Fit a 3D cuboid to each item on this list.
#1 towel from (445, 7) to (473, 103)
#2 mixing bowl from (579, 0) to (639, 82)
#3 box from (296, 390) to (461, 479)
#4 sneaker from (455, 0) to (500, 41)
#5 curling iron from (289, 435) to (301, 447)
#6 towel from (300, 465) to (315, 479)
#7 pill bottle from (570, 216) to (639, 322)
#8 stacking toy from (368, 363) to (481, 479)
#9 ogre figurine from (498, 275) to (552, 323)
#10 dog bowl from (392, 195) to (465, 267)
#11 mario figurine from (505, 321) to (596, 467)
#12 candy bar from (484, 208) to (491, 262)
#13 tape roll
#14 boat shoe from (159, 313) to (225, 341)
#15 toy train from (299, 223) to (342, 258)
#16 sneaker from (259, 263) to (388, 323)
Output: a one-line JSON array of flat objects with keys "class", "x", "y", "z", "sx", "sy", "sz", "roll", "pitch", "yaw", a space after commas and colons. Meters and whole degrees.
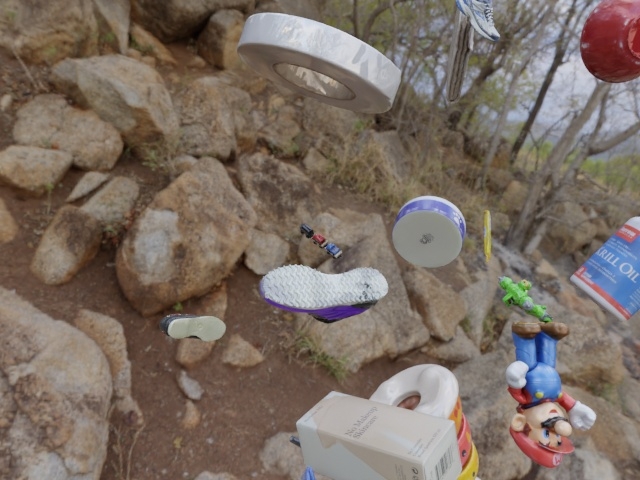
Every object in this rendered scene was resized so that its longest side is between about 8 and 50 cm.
[{"class": "towel", "x": 0.382, "y": -0.537, "z": 1.360, "sx": 0.049, "sy": 0.187, "sz": 0.282, "roll": 7, "pitch": -30, "yaw": 9}, {"class": "mixing bowl", "x": 0.629, "y": -0.405, "z": 0.996, "sx": 0.181, "sy": 0.181, "sz": 0.098, "roll": 16, "pitch": 20, "yaw": -4}, {"class": "box", "x": 0.115, "y": 0.428, "z": 1.046, "sx": 0.311, "sy": 0.121, "sz": 0.148, "roll": 0, "pitch": 18, "yaw": 38}, {"class": "sneaker", "x": 0.363, "y": -0.507, "z": 1.125, "sx": 0.135, "sy": 0.058, "sz": 0.052, "roll": 53, "pitch": 39, "yaw": 4}, {"class": "curling iron", "x": 0.029, "y": 0.560, "z": 1.277, "sx": 0.274, "sy": 0.035, "sz": 0.068, "roll": 19, "pitch": 15, "yaw": 35}, {"class": "towel", "x": -0.042, "y": 0.619, "z": 0.976, "sx": 0.034, "sy": 0.285, "sz": 0.209, "roll": 10, "pitch": 27, "yaw": -15}, {"class": "pill bottle", "x": 0.593, "y": 0.034, "z": 0.935, "sx": 0.124, "sy": 0.221, "sz": 0.124, "roll": 38, "pitch": 12, "yaw": -9}, {"class": "stacking toy", "x": 0.378, "y": 0.663, "z": 1.574, "sx": 0.480, "sy": 0.350, "sz": 0.350, "roll": 53, "pitch": 5, "yaw": -12}, {"class": "ogre figurine", "x": 0.619, "y": 0.176, "z": 1.548, "sx": 0.118, "sy": 0.097, "sz": 0.197, "roll": 29, "pitch": 37, "yaw": -41}, {"class": "dog bowl", "x": 0.407, "y": -0.029, "z": 1.897, "sx": 0.265, "sy": 0.265, "sz": 0.104, "roll": 19, "pitch": 38, "yaw": 9}, {"class": "mario figurine", "x": 0.521, "y": 0.347, "z": 1.134, "sx": 0.198, "sy": 0.320, "sz": 0.170, "roll": -2, "pitch": -7, "yaw": 17}, {"class": "candy bar", "x": 0.496, "y": -0.014, "z": 1.494, "sx": 0.018, "sy": 0.161, "sz": 0.040, "roll": -4, "pitch": -18, "yaw": 27}, {"class": "tape roll", "x": -0.003, "y": -0.403, "z": 1.180, "sx": 0.392, "sy": 0.072, "sz": 0.392, "roll": 20, "pitch": 3, "yaw": -1}, {"class": "boat shoe", "x": -0.234, "y": 0.159, "z": 0.933, "sx": 0.042, "sy": 0.049, "sz": 0.133, "roll": 13, "pitch": -1, "yaw": 41}, {"class": "toy train", "x": 0.000, "y": 0.000, "z": 1.307, "sx": 0.027, "sy": 0.036, "sz": 0.158, "roll": -38, "pitch": 53, "yaw": -20}, {"class": "sneaker", "x": -0.004, "y": 0.135, "z": 1.115, "sx": 0.293, "sy": 0.146, "sz": 0.102, "roll": 4, "pitch": 54, "yaw": -25}]
